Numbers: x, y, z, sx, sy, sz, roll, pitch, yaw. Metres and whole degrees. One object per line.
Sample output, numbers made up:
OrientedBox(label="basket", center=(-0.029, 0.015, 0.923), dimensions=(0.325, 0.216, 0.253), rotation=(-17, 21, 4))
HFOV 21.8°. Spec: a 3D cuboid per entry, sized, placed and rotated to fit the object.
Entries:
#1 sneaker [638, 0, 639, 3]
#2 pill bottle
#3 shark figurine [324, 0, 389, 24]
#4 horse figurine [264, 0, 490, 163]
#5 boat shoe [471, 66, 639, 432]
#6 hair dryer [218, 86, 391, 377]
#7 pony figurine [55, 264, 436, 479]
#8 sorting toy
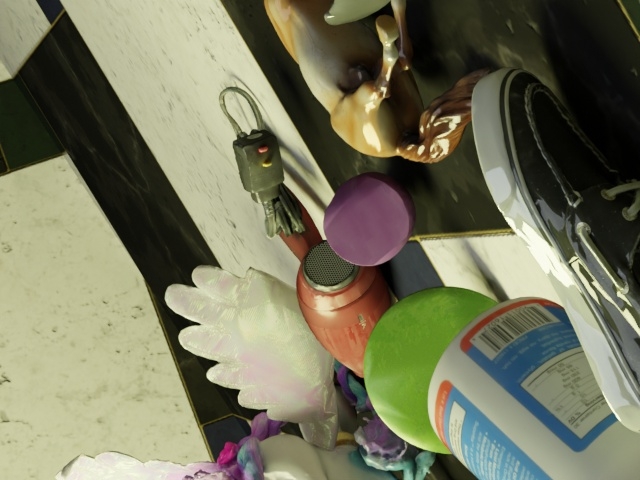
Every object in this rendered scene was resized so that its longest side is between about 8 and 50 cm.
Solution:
OrientedBox(label="sneaker", center=(0.214, -0.051, 0.596), dimensions=(0.118, 0.107, 0.279), rotation=(-11, 115, 56))
OrientedBox(label="pill bottle", center=(0.174, 0.137, 1.029), dimensions=(0.221, 0.124, 0.124), rotation=(43, 160, 48))
OrientedBox(label="shark figurine", center=(0.085, -0.198, 0.597), dimensions=(0.166, 0.278, 0.116), rotation=(19, -169, 23))
OrientedBox(label="horse figurine", center=(0.021, -0.132, 1.093), dimensions=(0.263, 0.066, 0.174), rotation=(51, 159, 33))
OrientedBox(label="boat shoe", center=(0.160, -0.003, 0.904), dimensions=(0.070, 0.078, 0.219), rotation=(-28, 91, 42))
OrientedBox(label="hair dryer", center=(0.000, 0.000, 1.496), dimensions=(0.223, 0.080, 0.294), rotation=(-108, -5, -73))
OrientedBox(label="pony figurine", center=(-0.029, 0.224, 1.601), dimensions=(0.351, 0.303, 0.363), rotation=(20, -150, -39))
OrientedBox(label="sorting toy", center=(0.117, 0.108, 1.281), dimensions=(0.366, 0.127, 0.126), rotation=(61, -164, -3))
